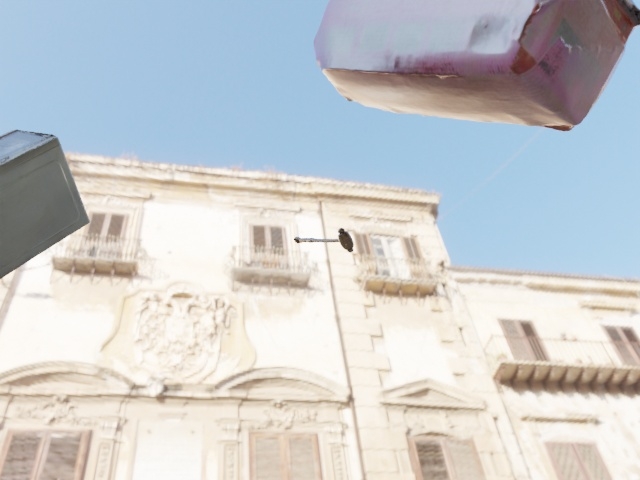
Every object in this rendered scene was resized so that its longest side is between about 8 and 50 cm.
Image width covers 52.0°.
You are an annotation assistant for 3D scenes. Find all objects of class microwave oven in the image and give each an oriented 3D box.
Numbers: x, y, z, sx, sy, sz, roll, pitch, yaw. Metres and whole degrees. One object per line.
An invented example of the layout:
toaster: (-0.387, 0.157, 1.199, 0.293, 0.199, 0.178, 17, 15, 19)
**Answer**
microwave oven: (-0.456, -0.046, 0.906, 0.129, 0.205, 0.163, 14, -53, 31)

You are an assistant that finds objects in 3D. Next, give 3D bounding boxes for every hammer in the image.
hammer: (0.000, 0.000, 0.738, 0.014, 0.123, 0.029, -30, -76, -26)

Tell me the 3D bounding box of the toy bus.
toy bus: (0.118, -0.192, 0.599, 0.128, 0.303, 0.147, 28, -96, -40)
